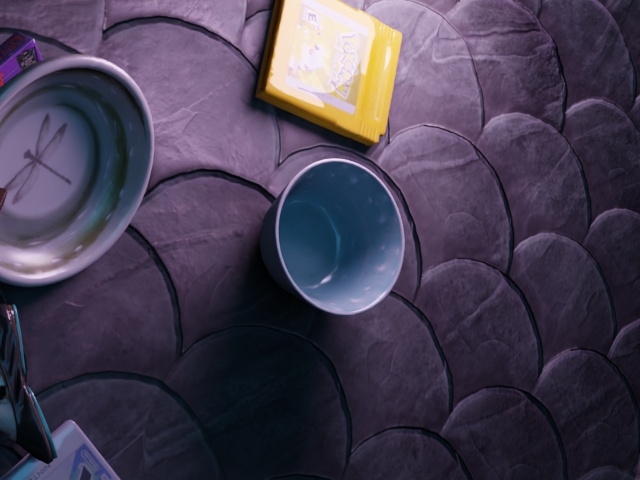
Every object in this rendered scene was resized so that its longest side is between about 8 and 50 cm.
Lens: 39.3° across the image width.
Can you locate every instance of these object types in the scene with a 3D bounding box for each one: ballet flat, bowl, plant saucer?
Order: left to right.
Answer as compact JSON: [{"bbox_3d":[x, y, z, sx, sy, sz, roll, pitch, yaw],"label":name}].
[{"bbox_3d":[-0.518,0.243,1.475,0.096,0.095,0.280,-15,83,-25],"label":"ballet flat"},{"bbox_3d":[-0.452,-0.122,1.489,0.400,0.100,0.400,-38,141,-39],"label":"plant saucer"},{"bbox_3d":[0.000,0.000,1.812,0.311,0.163,0.311,5,82,-35],"label":"bowl"}]

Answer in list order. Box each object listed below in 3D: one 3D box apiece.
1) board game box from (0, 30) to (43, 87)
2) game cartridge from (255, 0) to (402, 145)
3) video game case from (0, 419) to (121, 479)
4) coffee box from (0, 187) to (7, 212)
[{"bbox_3d":[-0.561,-0.151,1.438,0.347,0.056,0.208,-52,150,-28],"label":"board game box"},{"bbox_3d":[0.028,-0.386,1.948,0.323,0.052,0.285,18,74,-31],"label":"game cartridge"},{"bbox_3d":[-0.441,0.527,1.518,0.300,0.036,0.329,-42,108,-31],"label":"video game case"},{"bbox_3d":[-0.580,0.047,1.304,0.168,0.297,0.119,16,32,-15],"label":"coffee box"}]
